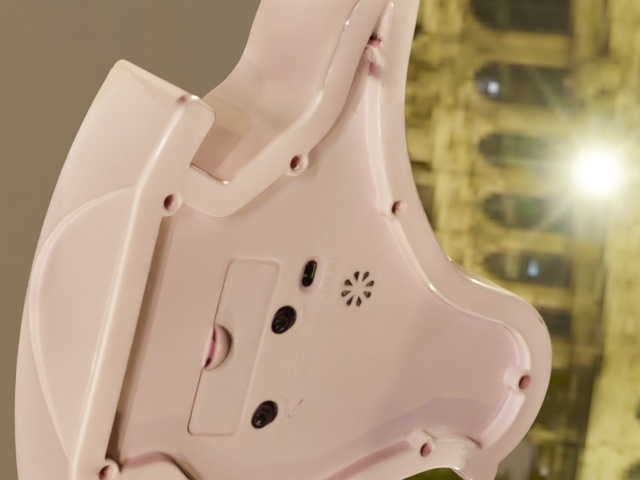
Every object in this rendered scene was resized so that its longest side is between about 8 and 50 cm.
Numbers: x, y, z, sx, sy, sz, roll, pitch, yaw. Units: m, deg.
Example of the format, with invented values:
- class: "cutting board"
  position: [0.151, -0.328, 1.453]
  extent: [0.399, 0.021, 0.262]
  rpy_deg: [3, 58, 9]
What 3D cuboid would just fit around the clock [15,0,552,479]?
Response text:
- class: "clock"
  position: [0.000, 0.000, 0.950]
  extent: [0.275, 0.080, 0.290]
  rpy_deg: [0, -69, -35]
